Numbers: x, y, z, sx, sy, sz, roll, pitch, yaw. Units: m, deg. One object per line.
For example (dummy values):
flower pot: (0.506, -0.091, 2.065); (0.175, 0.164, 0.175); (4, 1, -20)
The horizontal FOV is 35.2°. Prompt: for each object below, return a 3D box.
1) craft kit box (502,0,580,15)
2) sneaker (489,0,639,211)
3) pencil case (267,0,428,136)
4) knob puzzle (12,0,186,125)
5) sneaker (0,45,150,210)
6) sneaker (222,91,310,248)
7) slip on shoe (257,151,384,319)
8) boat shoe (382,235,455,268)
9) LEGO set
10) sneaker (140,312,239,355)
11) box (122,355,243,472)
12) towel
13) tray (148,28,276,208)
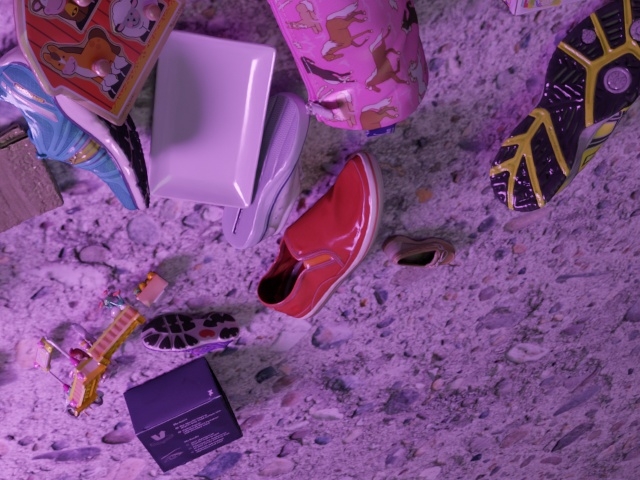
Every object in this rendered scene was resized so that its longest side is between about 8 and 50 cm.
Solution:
craft kit box: (0.279, -0.373, 1.192); (0.249, 0.247, 0.061); (-16, 141, -17)
sneaker: (0.404, -0.218, 1.558); (0.385, 0.145, 0.147); (-52, 167, 23)
pencil case: (0.015, -0.294, 1.194); (0.160, 0.167, 0.386); (5, 148, 23)
knob puzzle: (-0.252, -0.244, 1.113); (0.213, 0.030, 0.213); (-15, 114, -36)
sneaker: (-0.298, -0.134, 1.239); (0.109, 0.107, 0.275); (-24, 134, 11)
sneaker: (-0.067, -0.103, 1.422); (0.091, 0.094, 0.258); (-24, 149, -46)
slip on shoe: (0.000, 0.000, 1.544); (0.101, 0.123, 0.331); (7, 134, -31)
boat shoe: (0.175, 0.027, 1.726); (0.153, 0.048, 0.056); (11, 127, -38)
LEGO set: (-0.349, 0.148, 1.533); (0.287, 0.107, 0.132); (-57, 168, 25)
sneaker: (-0.212, 0.164, 1.631); (0.169, 0.068, 0.071); (1, 138, -33)
box: (-0.236, 0.303, 1.745); (0.155, 0.093, 0.158); (-24, 142, -6)
towel: (-0.396, -0.077, 1.284); (0.110, 0.027, 0.148); (-24, 140, -7)
tray: (-0.145, -0.157, 1.317); (0.145, 0.030, 0.270); (9, 133, -6)
